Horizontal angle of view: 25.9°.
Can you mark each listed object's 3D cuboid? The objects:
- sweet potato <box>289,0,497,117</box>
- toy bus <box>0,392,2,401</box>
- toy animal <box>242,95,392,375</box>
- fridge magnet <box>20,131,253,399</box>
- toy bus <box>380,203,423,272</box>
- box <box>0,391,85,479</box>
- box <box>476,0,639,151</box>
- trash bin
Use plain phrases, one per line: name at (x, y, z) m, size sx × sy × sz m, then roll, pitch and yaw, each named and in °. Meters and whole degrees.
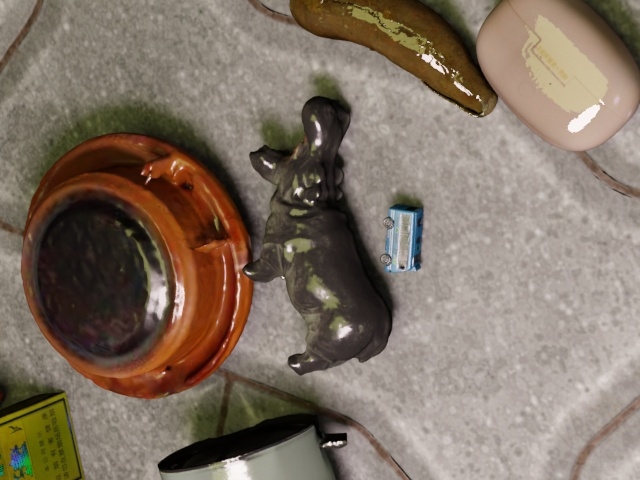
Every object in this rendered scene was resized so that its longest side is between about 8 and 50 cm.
sweet potato at (0.094, -0.245, 1.673) m, size 0.286 × 0.085 × 0.112 m, roll 29°, pitch 147°, yaw 8°
toy bus at (-0.591, 0.213, 2.078) m, size 0.153 × 0.143 × 0.329 m, roll -41°, pitch 77°, yaw 22°
toy animal at (-0.016, -0.002, 1.756) m, size 0.168 × 0.106 × 0.343 m, roll -12°, pitch 91°, yaw 26°
fridge magnet at (-0.257, 0.037, 1.859) m, size 0.364 × 0.155 × 0.363 m, roll 5°, pitch 102°, yaw 27°
toy bus at (0.103, -0.001, 1.731) m, size 0.046 × 0.038 × 0.083 m, roll 8°, pitch 103°, yaw 22°
box at (-0.436, 0.310, 1.970) m, size 0.064 × 0.220 × 0.140 m, roll -8°, pitch 96°, yaw 29°
box at (0.269, -0.196, 1.577) m, size 0.200 × 0.088 × 0.146 m, roll 48°, pitch 116°, yaw 10°
trash bin at (-0.069, 0.381, 1.794) m, size 0.277 × 0.217 × 0.262 m, roll -17°, pitch 92°, yaw 5°
